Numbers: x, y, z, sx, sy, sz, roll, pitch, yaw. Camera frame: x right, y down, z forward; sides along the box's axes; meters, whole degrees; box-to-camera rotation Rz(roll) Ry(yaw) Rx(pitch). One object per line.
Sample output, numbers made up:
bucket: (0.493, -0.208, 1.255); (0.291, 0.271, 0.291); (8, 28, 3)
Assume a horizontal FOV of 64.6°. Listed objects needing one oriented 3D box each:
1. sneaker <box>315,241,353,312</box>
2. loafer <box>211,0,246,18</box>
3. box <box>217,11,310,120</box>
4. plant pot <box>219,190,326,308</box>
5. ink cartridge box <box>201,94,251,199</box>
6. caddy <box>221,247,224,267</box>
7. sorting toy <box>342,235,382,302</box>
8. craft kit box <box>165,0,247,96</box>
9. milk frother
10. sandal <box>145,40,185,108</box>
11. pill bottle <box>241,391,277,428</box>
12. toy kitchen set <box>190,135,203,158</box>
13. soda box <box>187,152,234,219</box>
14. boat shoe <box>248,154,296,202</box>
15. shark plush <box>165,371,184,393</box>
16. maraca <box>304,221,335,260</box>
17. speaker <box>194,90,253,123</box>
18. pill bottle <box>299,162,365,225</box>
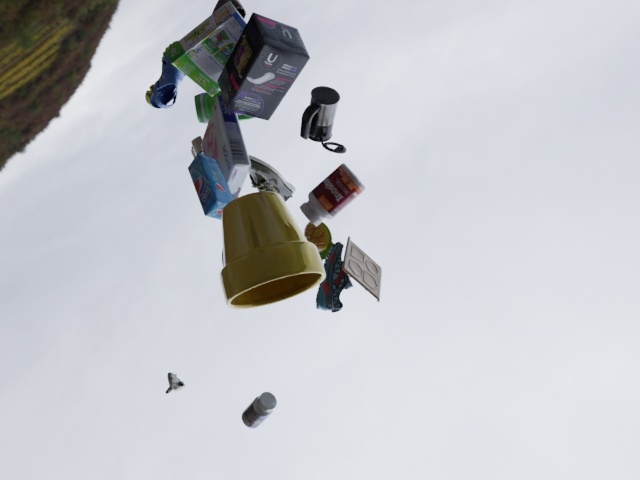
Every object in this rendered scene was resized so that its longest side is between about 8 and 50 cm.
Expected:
sneaker: (0.064, 0.137, 1.876); (0.125, 0.104, 0.262); (14, -96, -1)
loafer: (-0.400, -0.777, 1.987); (0.130, 0.133, 0.366); (39, -68, 45)
box: (-0.181, -0.527, 1.562); (0.270, 0.165, 0.143); (-45, -127, 40)
plant pot: (-0.141, 0.019, 1.271); (0.254, 0.254, 0.239); (-24, -108, 15)
ink cartridge box: (-0.346, -0.268, 1.753); (0.330, 0.071, 0.324); (-56, -137, 44)
caddy: (-0.272, 0.064, 1.865); (0.179, 0.342, 0.241); (-4, 180, -15)
sorting toy: (0.151, 0.106, 1.847); (0.038, 0.208, 0.193); (-35, -159, 27)
craft kit box: (-0.314, -0.586, 1.580); (0.246, 0.250, 0.061); (-36, -106, 8)
milk frother: (0.024, -0.329, 1.413); (0.143, 0.135, 0.129); (21, -129, 6)
sandal: (-0.621, -0.676, 2.119); (0.317, 0.126, 0.138); (-60, -140, 21)
pill bottle: (-0.209, 0.582, 1.741); (0.137, 0.078, 0.078); (-52, -152, 34)
toy kitchen set: (-0.437, -0.367, 2.106); (0.166, 0.122, 0.207); (-25, -178, -16)
soda box: (-0.320, -0.159, 1.483); (0.067, 0.071, 0.210); (-48, -129, 25)
boat shoe: (-0.186, -0.205, 1.776); (0.109, 0.305, 0.091); (28, -95, 29)
shark plush: (-0.549, 0.544, 1.963); (0.073, 0.161, 0.067); (-28, -106, 5)
maraca: (0.000, 0.000, 2.091); (0.127, 0.099, 0.186); (-42, -106, 34)
speaker: (-0.354, -0.549, 2.059); (0.296, 0.131, 0.131); (-9, -140, -7)
pill bottle: (0.027, -0.106, 1.217); (0.152, 0.086, 0.086); (-41, -142, 10)
